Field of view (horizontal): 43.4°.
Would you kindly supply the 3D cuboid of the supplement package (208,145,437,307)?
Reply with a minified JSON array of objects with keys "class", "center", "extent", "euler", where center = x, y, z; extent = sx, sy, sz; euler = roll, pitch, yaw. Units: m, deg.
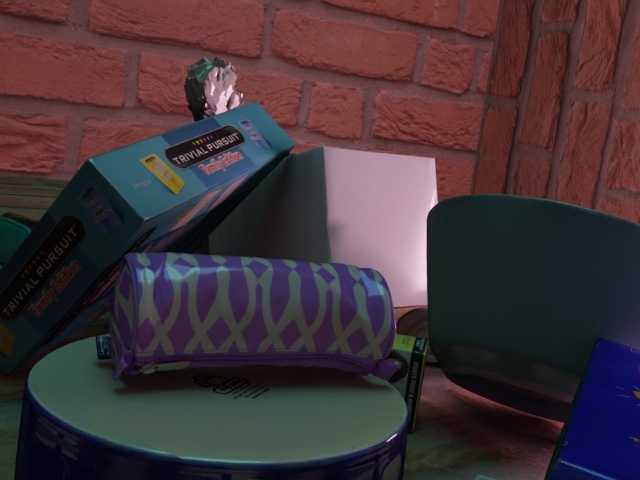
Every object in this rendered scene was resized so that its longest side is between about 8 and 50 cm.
[{"class":"supplement package","center":[0.000,0.000,1.085],"extent":[0.198,0.199,0.263],"euler":[1,-6,-39]}]

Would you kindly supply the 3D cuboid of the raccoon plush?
[{"class":"raccoon plush","center":[-0.164,-0.117,1.361],"extent":[0.216,0.446,0.299],"euler":[-33,33,-34]}]

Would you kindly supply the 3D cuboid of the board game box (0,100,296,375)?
[{"class":"board game box","center":[-0.195,-0.019,0.887],"extent":[0.079,0.254,0.336],"euler":[48,28,2]}]

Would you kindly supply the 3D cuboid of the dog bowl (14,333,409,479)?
[{"class":"dog bowl","center":[-0.073,0.148,0.565],"extent":[0.265,0.104,0.265],"euler":[8,8,-1]}]

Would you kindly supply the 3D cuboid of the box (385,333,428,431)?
[{"class":"box","center":[-0.010,0.127,0.828],"extent":[0.232,0.087,0.058],"euler":[10,9,11]}]

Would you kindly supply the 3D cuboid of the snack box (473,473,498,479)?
[{"class":"snack box","center":[0.124,0.214,0.570],"extent":[0.064,0.022,0.178],"euler":[13,10,20]}]

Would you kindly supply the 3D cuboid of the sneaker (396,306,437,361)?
[{"class":"sneaker","center":[0.217,0.125,1.065],"extent":[0.235,0.090,0.095],"euler":[10,-1,4]}]

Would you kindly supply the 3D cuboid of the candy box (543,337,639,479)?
[{"class":"candy box","center":[0.285,0.185,0.525],"extent":[0.268,0.122,0.317],"euler":[17,10,21]}]

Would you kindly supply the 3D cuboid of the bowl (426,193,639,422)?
[{"class":"bowl","center":[0.236,0.091,0.834],"extent":[0.311,0.163,0.311],"euler":[18,-13,4]}]

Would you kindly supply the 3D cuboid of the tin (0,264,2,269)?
[{"class":"tin","center":[-0.431,0.056,0.871],"extent":[0.190,0.106,0.040],"euler":[7,16,3]}]

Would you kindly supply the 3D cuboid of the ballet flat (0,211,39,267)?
[{"class":"ballet flat","center":[-0.373,0.035,1.138],"extent":[0.124,0.116,0.342],"euler":[26,-9,-40]}]

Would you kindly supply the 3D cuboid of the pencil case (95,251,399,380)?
[{"class":"pencil case","center":[-0.048,0.056,0.571],"extent":[0.206,0.086,0.088],"euler":[2,44,-22]}]
